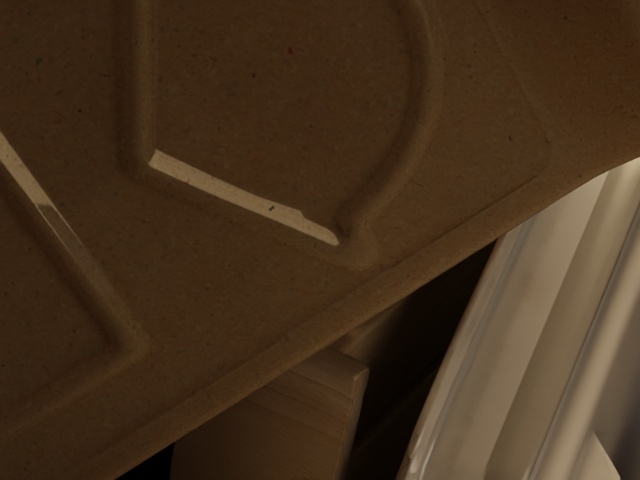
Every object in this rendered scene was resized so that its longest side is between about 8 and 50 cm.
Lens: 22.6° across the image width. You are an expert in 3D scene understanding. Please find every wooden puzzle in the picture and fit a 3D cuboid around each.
[{"bbox_3d":[-0.109,-0.079,0.456,0.322,0.347,0.080,58,5,-26],"label":"wooden puzzle"}]

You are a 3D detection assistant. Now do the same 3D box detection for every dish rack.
[{"bbox_3d":[0.126,0.100,0.734,0.333,0.072,0.286,77,34,-52],"label":"dish rack"}]

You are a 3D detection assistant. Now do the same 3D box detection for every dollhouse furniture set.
[{"bbox_3d":[0.000,0.000,0.728,0.303,0.173,0.356,-34,142,-57],"label":"dollhouse furniture set"}]
